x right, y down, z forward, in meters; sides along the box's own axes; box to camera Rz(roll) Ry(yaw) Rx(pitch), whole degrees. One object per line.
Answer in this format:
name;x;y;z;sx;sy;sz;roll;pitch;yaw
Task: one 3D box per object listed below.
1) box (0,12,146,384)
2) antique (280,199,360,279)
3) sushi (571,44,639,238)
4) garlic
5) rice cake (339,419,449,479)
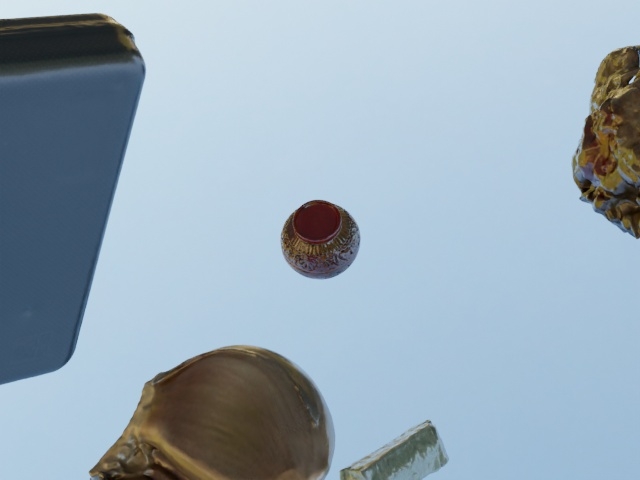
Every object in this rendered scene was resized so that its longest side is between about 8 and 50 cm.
box;-0.182;-0.010;0.695;0.160;0.230;0.050;-12;-133;-37
antique;0.000;0.000;1.641;0.104;0.104;0.104;-16;-157;7
sushi;0.335;-0.102;1.181;0.219;0.225;0.238;-4;-179;0
garlic;-0.097;0.239;1.369;0.292;0.210;0.237;21;-137;25
rice cake;0.100;0.302;1.779;0.063;0.069;0.206;-21;-178;38
